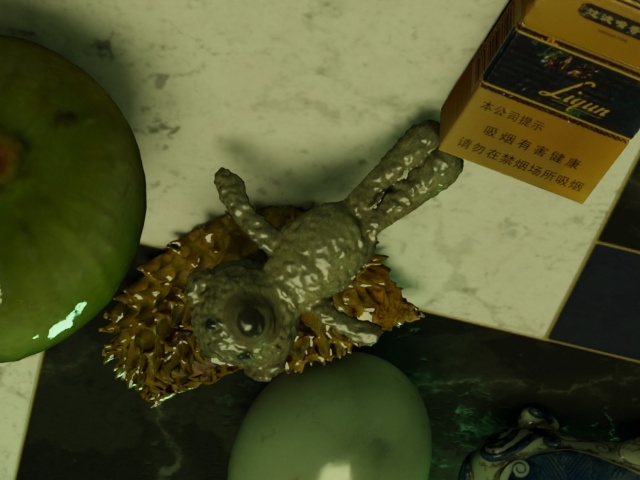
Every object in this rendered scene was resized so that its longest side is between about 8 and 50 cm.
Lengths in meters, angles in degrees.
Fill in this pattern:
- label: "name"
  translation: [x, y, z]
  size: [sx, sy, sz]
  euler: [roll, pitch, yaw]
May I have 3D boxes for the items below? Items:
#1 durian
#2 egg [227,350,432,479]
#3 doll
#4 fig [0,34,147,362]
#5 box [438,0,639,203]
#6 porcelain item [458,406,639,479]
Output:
- label: "durian"
  translation: [-0.086, 0.075, 1.863]
  size: [0.341, 0.112, 0.191]
  euler: [-16, 131, 21]
- label: "egg"
  translation: [0.008, 0.233, 1.942]
  size: [0.203, 0.203, 0.283]
  euler: [20, 131, -12]
- label: "doll"
  translation: [0.009, 0.015, 1.733]
  size: [0.285, 0.091, 0.203]
  euler: [-15, 104, -1]
- label: "fig"
  translation: [-0.309, -0.026, 1.687]
  size: [0.316, 0.316, 0.316]
  euler: [3, 134, 3]
- label: "box"
  translation: [0.221, -0.152, 1.640]
  size: [0.152, 0.070, 0.237]
  euler: [21, 135, -13]
- label: "porcelain item"
  translation: [0.290, 0.284, 1.974]
  size: [0.288, 0.186, 0.138]
  euler: [7, 133, -2]
